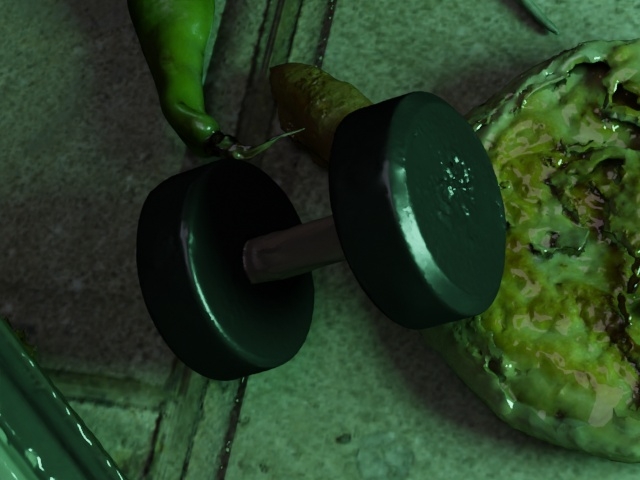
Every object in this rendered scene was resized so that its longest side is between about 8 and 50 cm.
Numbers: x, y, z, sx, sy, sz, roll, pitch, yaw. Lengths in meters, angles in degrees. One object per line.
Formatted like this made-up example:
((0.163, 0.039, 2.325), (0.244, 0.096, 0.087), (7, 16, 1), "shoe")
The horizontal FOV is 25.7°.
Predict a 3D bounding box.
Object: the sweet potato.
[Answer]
((0.022, -0.080, 1.064), (0.206, 0.060, 0.068), (38, 110, 43), "sweet potato")

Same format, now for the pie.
((0.224, 0.000, 0.971), (0.339, 0.077, 0.339), (-5, 65, 11), "pie")

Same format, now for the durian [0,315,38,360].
((-0.260, 0.098, 1.021), (0.108, 0.119, 0.187), (-9, 62, 14), "durian")

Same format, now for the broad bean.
((-0.107, -0.182, 1.147), (0.098, 0.056, 0.318), (-25, 61, 3), "broad bean")

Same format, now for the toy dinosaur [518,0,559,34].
((0.094, -0.338, 1.115), (0.092, 0.205, 0.393), (-14, 82, 0), "toy dinosaur")

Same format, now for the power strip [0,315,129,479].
((-0.249, 0.209, 0.927), (0.251, 0.092, 0.257), (-38, 96, -9), "power strip")

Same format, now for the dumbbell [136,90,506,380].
((0.000, 0.000, 0.948), (0.218, 0.152, 0.152), (-17, 60, 31), "dumbbell")
